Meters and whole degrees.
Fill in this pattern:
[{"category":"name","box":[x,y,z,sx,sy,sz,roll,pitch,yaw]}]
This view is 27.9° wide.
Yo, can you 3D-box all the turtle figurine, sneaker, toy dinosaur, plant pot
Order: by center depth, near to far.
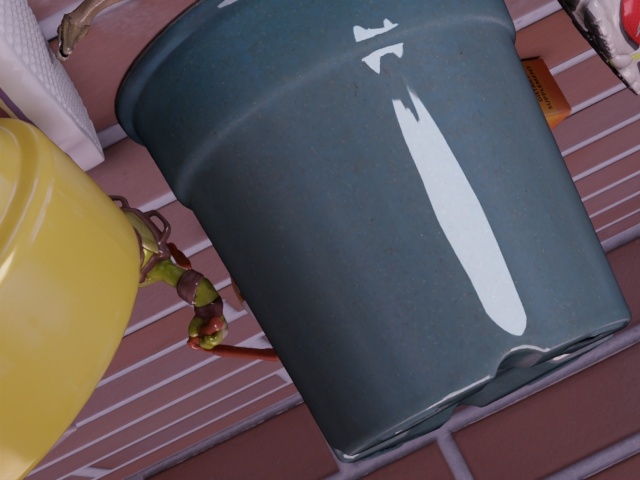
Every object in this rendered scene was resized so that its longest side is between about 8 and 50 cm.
[{"category":"plant pot","box":[-0.260,0.001,0.639,0.254,0.254,0.239,-30,125,16]},{"category":"sneaker","box":[-0.234,-0.072,0.808,0.161,0.102,0.282,-22,167,-6]},{"category":"toy dinosaur","box":[-0.095,-0.176,0.811,0.183,0.053,0.092,-33,-177,-32]},{"category":"turtle figurine","box":[-0.152,0.015,1.026,0.087,0.269,0.217,-59,171,0]},{"category":"plant pot","box":[0.057,-0.024,1.029,0.341,0.334,0.341,-24,166,-6]},{"category":"sneaker","box":[0.318,-0.225,1.269,0.118,0.107,0.279,-39,167,13]}]

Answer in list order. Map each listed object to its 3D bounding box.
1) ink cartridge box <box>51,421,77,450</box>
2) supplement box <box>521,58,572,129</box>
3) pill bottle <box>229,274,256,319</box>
[{"category":"ink cartridge box","box":[-0.465,0.250,1.571,0.273,0.114,0.197,-15,162,-44]},{"category":"supplement box","box":[0.158,-0.132,1.363,0.233,0.078,0.080,-16,164,-39]},{"category":"pill bottle","box":[0.000,0.000,1.343,0.162,0.162,0.278,-22,172,-17]}]
